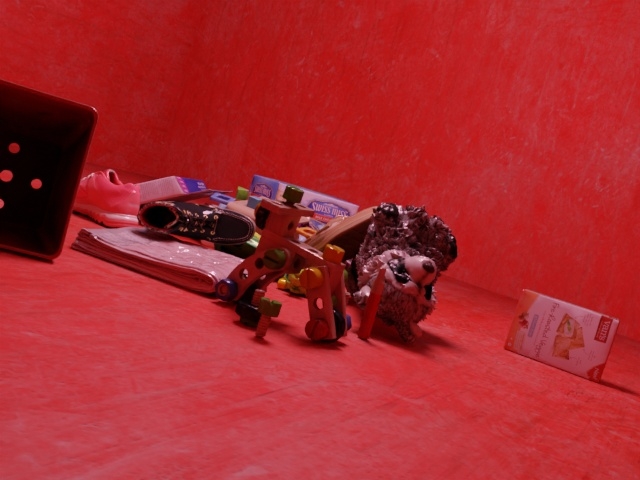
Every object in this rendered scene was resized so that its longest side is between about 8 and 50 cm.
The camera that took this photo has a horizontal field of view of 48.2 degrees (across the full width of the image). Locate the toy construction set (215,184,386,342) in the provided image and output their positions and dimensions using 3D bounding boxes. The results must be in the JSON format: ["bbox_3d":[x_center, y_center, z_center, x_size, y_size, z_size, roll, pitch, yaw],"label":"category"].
[{"bbox_3d":[-0.009,0.040,1.274,0.309,0.237,0.257,15,5,-35],"label":"toy construction set"}]

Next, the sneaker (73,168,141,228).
[{"bbox_3d":[-0.577,-0.125,1.858,0.314,0.136,0.116,19,4,28],"label":"sneaker"}]

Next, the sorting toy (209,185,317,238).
[{"bbox_3d":[-0.137,-0.089,2.000,0.348,0.047,0.196,22,17,18],"label":"sorting toy"}]

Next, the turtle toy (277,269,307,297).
[{"bbox_3d":[-0.047,0.090,1.634,0.095,0.066,0.130,17,4,6],"label":"turtle toy"}]

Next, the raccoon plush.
[{"bbox_3d":[0.148,0.129,1.591,0.216,0.299,0.446,23,-35,4],"label":"raccoon plush"}]

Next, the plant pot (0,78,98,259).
[{"bbox_3d":[-0.565,-0.125,1.264,0.268,0.267,0.236,16,-6,-20],"label":"plant pot"}]

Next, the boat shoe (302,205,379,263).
[{"bbox_3d":[0.049,-0.012,1.796,0.122,0.110,0.341,25,-41,-34],"label":"boat shoe"}]

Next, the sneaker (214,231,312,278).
[{"bbox_3d":[-0.128,0.053,1.739,0.296,0.109,0.123,20,30,-4],"label":"sneaker"}]

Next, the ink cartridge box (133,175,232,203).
[{"bbox_3d":[-0.456,-0.144,2.132,0.330,0.071,0.324,-12,2,4],"label":"ink cartridge box"}]

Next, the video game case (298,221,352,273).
[{"bbox_3d":[0.032,0.032,2.084,0.210,0.042,0.232,41,5,-27],"label":"video game case"}]

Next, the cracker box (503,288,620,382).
[{"bbox_3d":[0.581,0.226,1.729,0.232,0.155,0.067,18,4,23],"label":"cracker box"}]

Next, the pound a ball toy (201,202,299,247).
[{"bbox_3d":[-0.175,-0.016,2.041,0.319,0.135,0.208,15,4,-18],"label":"pound a ball toy"}]

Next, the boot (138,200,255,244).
[{"bbox_3d":[-0.274,-0.037,1.591,0.237,0.085,0.178,12,4,5],"label":"boot"}]

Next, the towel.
[{"bbox_3d":[-0.291,0.036,1.485,0.317,0.053,0.332,18,5,12],"label":"towel"}]

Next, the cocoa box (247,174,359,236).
[{"bbox_3d":[-0.081,-0.078,2.580,0.347,0.227,0.231,15,5,-31],"label":"cocoa box"}]

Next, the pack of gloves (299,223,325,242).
[{"bbox_3d":[0.000,0.000,2.378,0.195,0.046,0.232,13,37,-30],"label":"pack of gloves"}]
